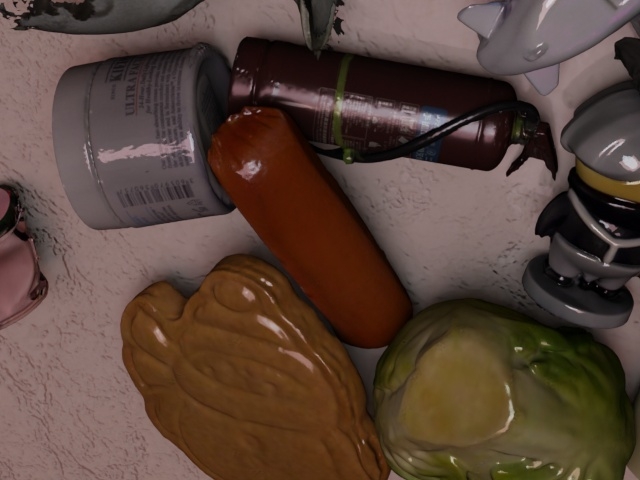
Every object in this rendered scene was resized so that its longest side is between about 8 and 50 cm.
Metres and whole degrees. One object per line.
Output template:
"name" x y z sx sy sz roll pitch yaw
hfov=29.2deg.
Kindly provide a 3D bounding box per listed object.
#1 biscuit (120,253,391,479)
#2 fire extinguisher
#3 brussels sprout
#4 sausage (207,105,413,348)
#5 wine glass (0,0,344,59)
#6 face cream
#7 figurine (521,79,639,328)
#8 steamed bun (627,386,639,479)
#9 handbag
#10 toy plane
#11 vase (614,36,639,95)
"biscuit" -0.085 0.171 1.368 0.312 0.057 0.351 1 124 32
"fire extinguisher" 0.080 -0.122 1.250 0.341 0.105 0.141 11 153 4
"brussels sprout" 0.186 0.177 1.271 0.259 0.294 0.227 1 76 29
"sausage" 0.000 -0.001 1.260 0.097 0.094 0.348 -37 131 0
"wine glass" -0.153 -0.281 1.180 0.356 0.190 0.191 6 114 6
"face cream" -0.170 -0.105 1.262 0.152 0.177 0.177 -8 111 13
"figurine" 0.307 -0.036 1.219 0.176 0.133 0.236 13 118 -5
"steamed bun" 0.451 0.209 1.279 0.250 0.155 0.200 22 116 -1
"handbag" -0.413 0.021 1.370 0.205 0.179 0.116 0 120 13
"toy plane" 0.249 -0.251 1.144 0.266 0.123 0.267 -2 127 -2
"vase" 0.337 -0.070 1.082 0.115 0.115 0.238 -12 87 16
